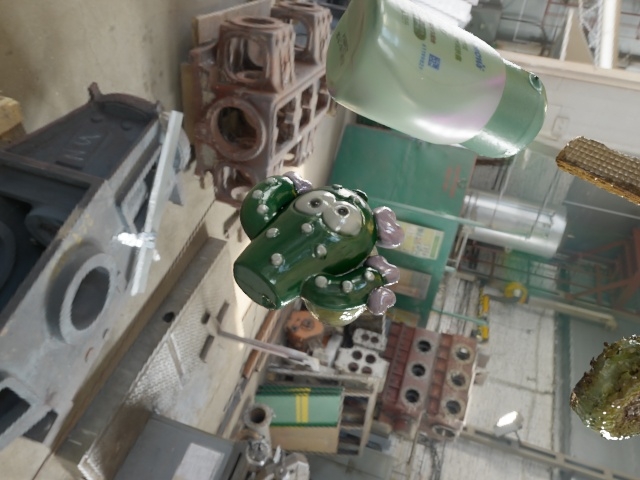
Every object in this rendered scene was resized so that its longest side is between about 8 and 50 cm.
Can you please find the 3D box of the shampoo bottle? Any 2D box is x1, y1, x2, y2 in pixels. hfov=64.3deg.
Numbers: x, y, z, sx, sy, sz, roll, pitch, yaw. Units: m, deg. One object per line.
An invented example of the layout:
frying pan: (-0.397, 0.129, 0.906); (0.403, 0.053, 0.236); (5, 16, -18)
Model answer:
shampoo bottle: (0.189, -0.235, 0.774); (0.151, 0.349, 0.222); (-50, -149, 43)

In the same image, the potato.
potato: (0.044, 0.058, 1.023); (0.174, 0.159, 0.251); (-65, 174, 32)

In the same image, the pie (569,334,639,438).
pie: (0.712, 0.320, 1.104); (0.288, 0.355, 0.103); (-53, -152, 31)

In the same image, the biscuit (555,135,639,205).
biscuit: (0.744, -0.144, 1.206); (0.094, 0.379, 0.054); (-46, 139, -4)

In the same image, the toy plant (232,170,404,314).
toy plant: (-0.003, -0.003, 0.688); (0.112, 0.232, 0.243); (103, 3, -46)
